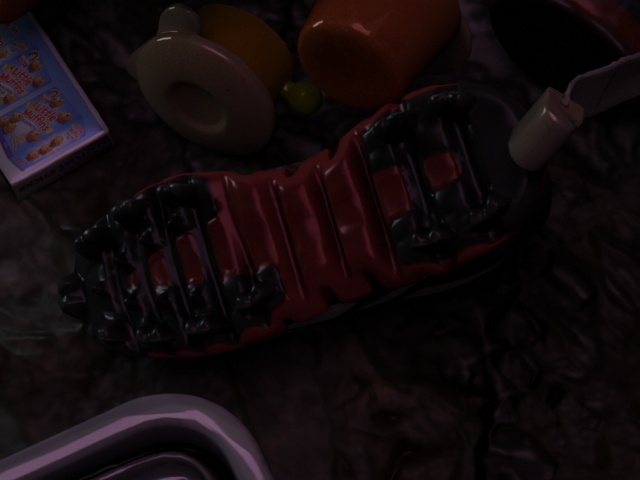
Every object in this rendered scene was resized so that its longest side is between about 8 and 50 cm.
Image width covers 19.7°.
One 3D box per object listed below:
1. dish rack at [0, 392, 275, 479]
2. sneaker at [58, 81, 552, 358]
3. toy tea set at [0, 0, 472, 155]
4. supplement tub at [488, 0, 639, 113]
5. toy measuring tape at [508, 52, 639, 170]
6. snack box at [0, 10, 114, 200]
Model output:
[{"bbox_3d":[-0.105,0.264,0.865,0.285,0.072,0.333,-25,67,-6],"label":"dish rack"},{"bbox_3d":[0.000,0.000,0.963,0.276,0.135,0.098,-19,77,21],"label":"sneaker"},{"bbox_3d":[-0.074,-0.166,0.994,0.336,0.200,0.124,31,57,3],"label":"toy tea set"},{"bbox_3d":[0.185,-0.173,1.019,0.106,0.106,0.198,31,72,16],"label":"supplement tub"},{"bbox_3d":[0.238,-0.061,0.922,0.330,0.121,0.121,-21,63,-38],"label":"toy measuring tape"},{"bbox_3d":[-0.190,-0.109,1.062,0.064,0.022,0.178,-30,67,-11],"label":"snack box"}]
